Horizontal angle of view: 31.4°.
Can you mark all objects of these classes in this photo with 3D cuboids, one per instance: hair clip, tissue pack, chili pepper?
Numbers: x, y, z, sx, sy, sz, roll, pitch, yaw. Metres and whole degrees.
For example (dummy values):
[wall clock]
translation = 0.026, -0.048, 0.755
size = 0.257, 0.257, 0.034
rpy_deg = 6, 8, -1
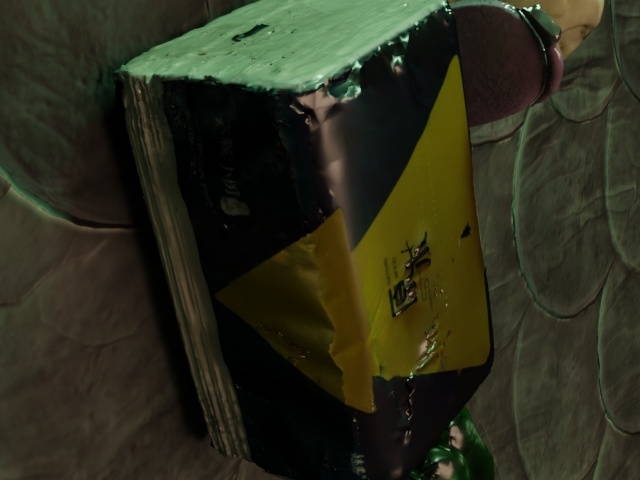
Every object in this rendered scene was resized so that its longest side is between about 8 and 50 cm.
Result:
[hair clip]
translation = 0.102, -0.140, 1.143
size = 0.095, 0.358, 0.110
rpy_deg = 0, 70, -30
[tissue pack]
translation = 0.000, 0.000, 1.086
size = 0.264, 0.253, 0.417
rpy_deg = -37, 126, -45
[chili pepper]
translation = 0.103, 0.255, 1.352
size = 0.174, 0.165, 0.261
rpy_deg = -54, 135, -14

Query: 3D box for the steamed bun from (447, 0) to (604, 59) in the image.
[steamed bun]
translation = 0.143, -0.270, 1.211
size = 0.203, 0.289, 0.276
rpy_deg = 11, 127, -20
